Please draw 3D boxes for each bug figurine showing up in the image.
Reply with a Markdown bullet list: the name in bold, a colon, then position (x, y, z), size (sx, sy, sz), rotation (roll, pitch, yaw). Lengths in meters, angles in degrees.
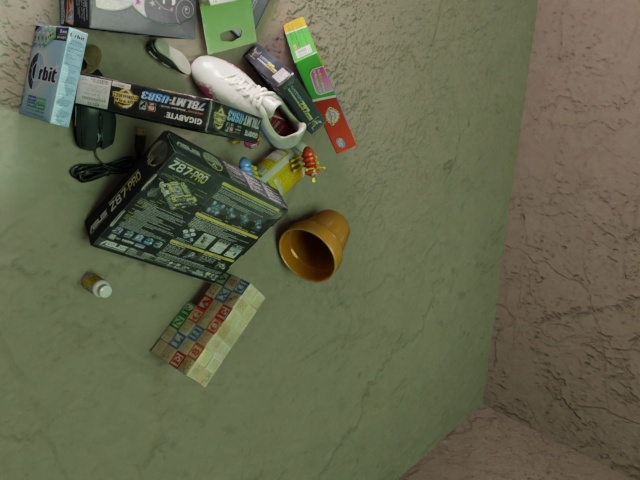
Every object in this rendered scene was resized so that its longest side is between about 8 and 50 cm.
- **bug figurine**: position (-0.128, -0.246, 1.605), size (0.279, 0.072, 0.216), rotation (-15, 83, -25)

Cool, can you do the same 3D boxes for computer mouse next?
- **computer mouse**: position (-0.476, -0.262, 1.325), size (0.184, 0.060, 0.261), rotation (-15, 116, -43)

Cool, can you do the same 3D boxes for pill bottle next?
- **pill bottle**: position (-0.119, -0.201, 1.703), size (0.208, 0.118, 0.117), rotation (-46, 135, -26)
- **pill bottle**: position (-0.535, 0.110, 1.396), size (0.043, 0.083, 0.043), rotation (-22, 122, -42)

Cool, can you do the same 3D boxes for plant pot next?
- **plant pot**: position (0.000, 0.000, 1.876), size (0.188, 0.205, 0.205), rotation (-49, 138, -45)

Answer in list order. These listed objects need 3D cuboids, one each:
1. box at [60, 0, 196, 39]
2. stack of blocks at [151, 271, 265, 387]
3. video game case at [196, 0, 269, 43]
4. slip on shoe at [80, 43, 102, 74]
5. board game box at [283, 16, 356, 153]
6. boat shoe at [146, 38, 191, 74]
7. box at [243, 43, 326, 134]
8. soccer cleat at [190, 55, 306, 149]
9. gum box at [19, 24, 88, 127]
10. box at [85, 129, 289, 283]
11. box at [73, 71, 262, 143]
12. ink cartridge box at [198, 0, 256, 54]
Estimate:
- **box**: position (-0.402, -0.523, 1.235), size (0.247, 0.142, 0.163), rotation (-12, 115, -46)
- **stack of blocks**: position (-0.312, 0.235, 1.629), size (0.297, 0.171, 0.087), rotation (-56, 138, -17)
- **video game case**: position (-0.235, -0.657, 1.457), size (0.274, 0.026, 0.195), rotation (30, 82, -50)
- **slip on shoe**: position (-0.503, -0.376, 1.227), size (0.051, 0.041, 0.135), rotation (44, 47, -18)
- **board game box**: position (-0.001, -0.439, 1.654), size (0.064, 0.242, 0.316), rotation (-23, 134, 7)
- **boat shoe**: position (-0.363, -0.436, 1.396), size (0.125, 0.038, 0.046), rotation (26, 58, -58)
- **box**: position (-0.096, -0.406, 1.555), size (0.059, 0.232, 0.183), rotation (-40, 136, 1)
- **soccer cleat**: position (-0.172, -0.363, 1.474), size (0.331, 0.143, 0.116), rotation (37, 71, -18)
- **gum box**: position (-0.534, -0.329, 1.157), size (0.041, 0.157, 0.184), rotation (8, 100, -49)
- **box**: position (-0.320, -0.061, 1.450), size (0.318, 0.097, 0.395), rotation (-42, 143, 19)
- **box**: position (-0.310, -0.278, 1.245), size (0.295, 0.294, 0.073), rotation (-25, 130, -76)
- **ink cartridge box**: position (-0.221, -0.596, 1.438), size (0.171, 0.056, 0.234), rotation (-31, 124, -37)
